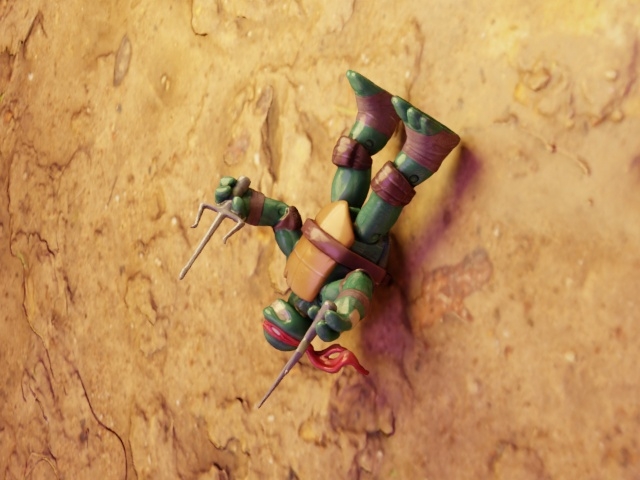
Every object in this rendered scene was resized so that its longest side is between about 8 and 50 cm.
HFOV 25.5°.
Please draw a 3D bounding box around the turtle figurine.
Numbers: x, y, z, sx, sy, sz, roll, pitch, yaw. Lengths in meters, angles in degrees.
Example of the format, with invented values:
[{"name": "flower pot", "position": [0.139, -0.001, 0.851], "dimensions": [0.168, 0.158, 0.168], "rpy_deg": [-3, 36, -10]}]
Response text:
[{"name": "turtle figurine", "position": [0.000, 0.000, 1.018], "dimensions": [0.175, 0.118, 0.234], "rpy_deg": [35, 96, 36]}]
